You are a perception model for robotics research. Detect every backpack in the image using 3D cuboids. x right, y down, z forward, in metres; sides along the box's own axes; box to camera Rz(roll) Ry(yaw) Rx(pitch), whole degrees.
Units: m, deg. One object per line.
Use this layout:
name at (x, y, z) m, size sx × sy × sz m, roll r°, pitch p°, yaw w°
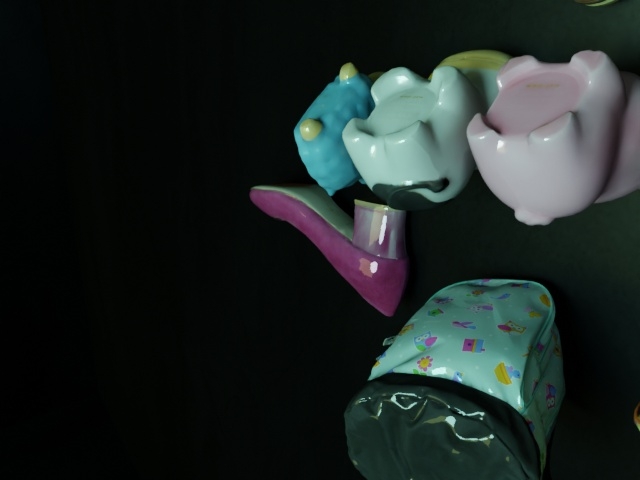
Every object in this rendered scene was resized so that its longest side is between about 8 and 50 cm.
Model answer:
backpack at (0.118, 0.106, 0.435) m, size 0.152 × 0.182 × 0.115 m, roll 9°, pitch 116°, yaw 33°

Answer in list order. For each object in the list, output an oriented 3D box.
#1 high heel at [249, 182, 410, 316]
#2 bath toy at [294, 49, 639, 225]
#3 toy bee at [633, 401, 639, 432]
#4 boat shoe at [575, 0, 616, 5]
high heel at (0.000, 0.000, 0.656) m, size 0.244 × 0.082 × 0.117 m, roll 14°, pitch 106°, yaw 40°
bath toy at (0.143, -0.058, 0.368) m, size 0.348 × 0.151 × 0.129 m, roll 17°, pitch 153°, yaw 49°
toy bee at (0.201, 0.086, 0.224) m, size 0.195 × 0.162 × 0.298 m, roll 60°, pitch 169°, yaw 30°
boat shoe at (0.182, -0.203, 0.298) m, size 0.064 × 0.060 × 0.178 m, roll 60°, pitch 146°, yaw 20°
